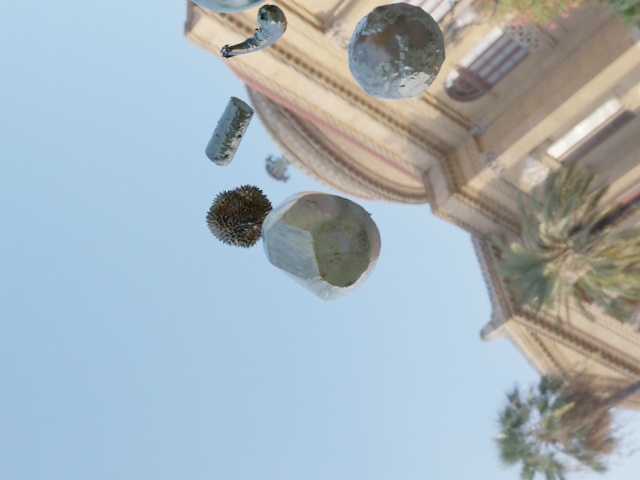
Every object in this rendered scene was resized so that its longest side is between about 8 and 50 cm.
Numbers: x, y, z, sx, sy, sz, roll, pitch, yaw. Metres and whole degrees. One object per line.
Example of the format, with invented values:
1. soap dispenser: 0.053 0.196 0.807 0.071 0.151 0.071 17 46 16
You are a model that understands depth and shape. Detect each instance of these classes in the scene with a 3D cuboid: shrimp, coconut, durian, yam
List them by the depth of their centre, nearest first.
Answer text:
1. coconut: 0.000 0.000 1.479 0.237 0.197 0.237 32 179 0
2. shrimp: -0.152 -0.457 1.633 0.161 0.166 0.049 51 -163 -84
3. durian: -0.184 -0.058 1.730 0.137 0.158 0.168 39 178 -38
4. yam: -0.221 -0.267 1.811 0.078 0.179 0.078 20 -145 -15

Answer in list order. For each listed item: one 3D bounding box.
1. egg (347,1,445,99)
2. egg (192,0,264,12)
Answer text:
1. egg: 0.156 -0.397 1.566 0.204 0.245 0.203 -1 -88 -22
2. egg: -0.175 -0.638 1.600 0.258 0.258 0.352 39 -118 -13
